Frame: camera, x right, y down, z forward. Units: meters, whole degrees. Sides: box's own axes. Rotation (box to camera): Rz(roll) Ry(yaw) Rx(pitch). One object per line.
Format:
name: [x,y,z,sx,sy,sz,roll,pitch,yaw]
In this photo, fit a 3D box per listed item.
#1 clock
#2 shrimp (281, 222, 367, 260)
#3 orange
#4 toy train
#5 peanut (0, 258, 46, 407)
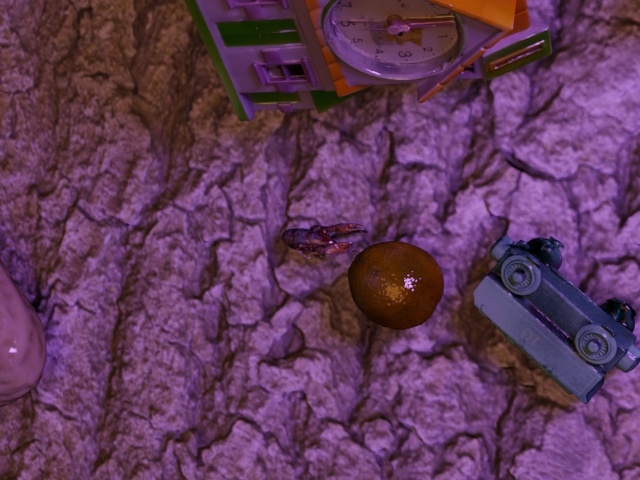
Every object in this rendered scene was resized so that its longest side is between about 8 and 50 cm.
clock: [0.051,-0.226,1.158,0.310,0.235,0.166,-1,57,16]
shrimp: [0.002,0.002,1.338,0.092,0.038,0.029,-9,139,26]
orange: [0.072,0.042,1.288,0.095,0.085,0.085,25,110,13]
toy train: [0.218,0.072,1.237,0.172,0.070,0.099,43,125,12]
peanut: [-0.427,0.049,1.487,0.152,0.152,0.313,-32,84,27]
